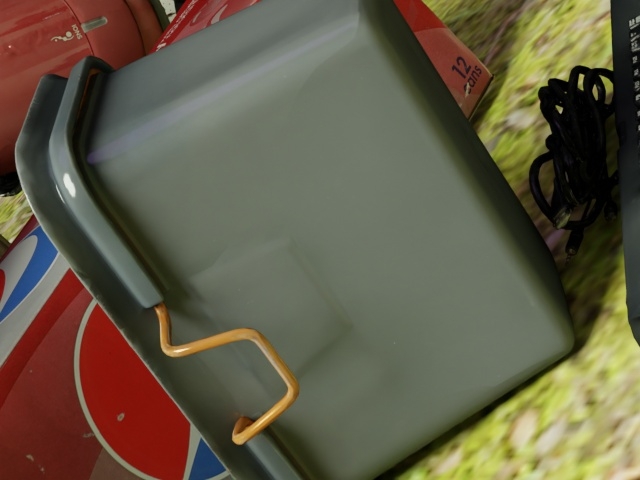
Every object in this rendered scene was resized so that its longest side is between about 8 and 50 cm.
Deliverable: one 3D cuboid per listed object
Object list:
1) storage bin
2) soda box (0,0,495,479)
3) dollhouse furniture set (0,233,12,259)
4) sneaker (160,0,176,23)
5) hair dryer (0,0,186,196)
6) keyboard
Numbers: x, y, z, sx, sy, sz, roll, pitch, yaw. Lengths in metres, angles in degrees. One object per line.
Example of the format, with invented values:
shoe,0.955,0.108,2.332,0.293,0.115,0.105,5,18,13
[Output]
storage bin,0.000,0.000,0.449,0.091,0.135,0.098,-30,22,13
soda box,-0.047,0.016,0.557,0.083,0.092,0.263,-25,28,50
dollhouse furniture set,-0.208,0.090,0.672,0.262,0.135,0.259,-47,19,-5
sneaker,-0.034,-0.219,0.991,0.292,0.108,0.169,-50,16,-16
hair dryer,-0.151,-0.049,0.841,0.223,0.080,0.293,-38,-11,25
keyboard,0.092,-0.042,0.473,0.100,0.038,0.192,-36,20,25
